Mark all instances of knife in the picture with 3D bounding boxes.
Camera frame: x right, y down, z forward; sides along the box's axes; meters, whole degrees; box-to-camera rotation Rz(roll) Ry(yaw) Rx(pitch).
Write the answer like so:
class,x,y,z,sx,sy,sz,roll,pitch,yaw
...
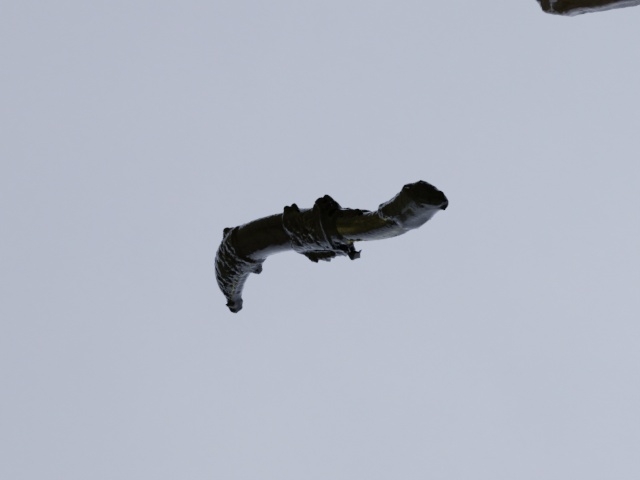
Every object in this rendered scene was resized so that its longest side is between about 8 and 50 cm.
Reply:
class,x,y,z,sx,sy,sz,roll,pitch,yaw
knife,-0.003,-0.005,0.803,0.046,0.021,0.222,59,-33,-3

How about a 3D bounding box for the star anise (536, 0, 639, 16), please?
class,x,y,z,sx,sy,sz,roll,pitch,yaw
star anise,0.200,-0.143,0.617,0.231,0.209,0.089,-52,-173,-8
